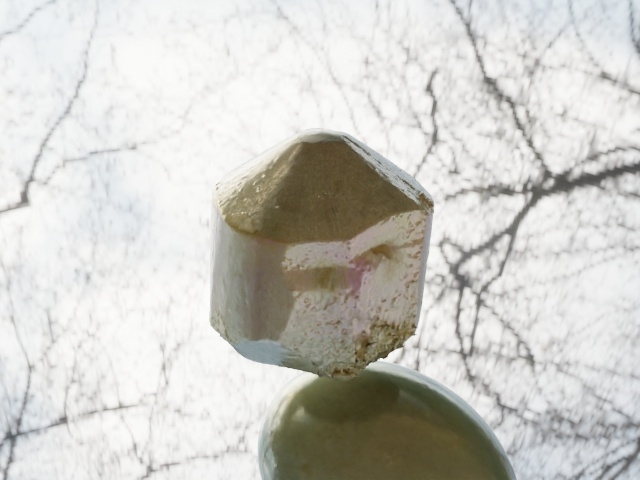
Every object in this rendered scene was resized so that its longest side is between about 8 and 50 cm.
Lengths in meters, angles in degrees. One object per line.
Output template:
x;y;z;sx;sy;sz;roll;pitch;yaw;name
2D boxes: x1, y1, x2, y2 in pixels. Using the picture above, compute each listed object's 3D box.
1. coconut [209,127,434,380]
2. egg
0.000;0.000;0.785;0.116;0.122;0.116;1;-151;-1;coconut
0.038;0.127;0.824;0.152;0.114;0.114;27;-120;15;egg
